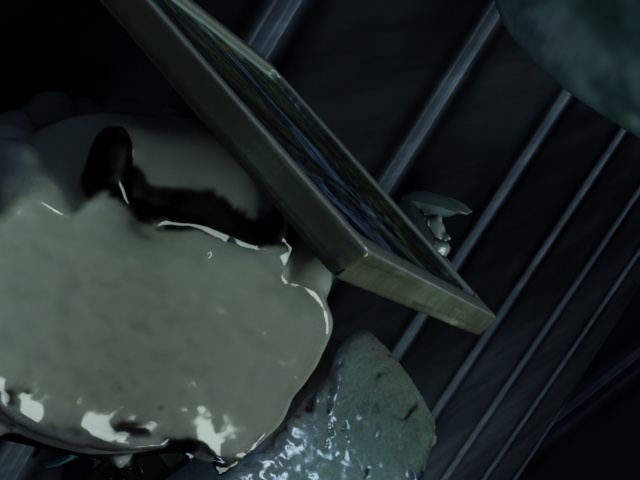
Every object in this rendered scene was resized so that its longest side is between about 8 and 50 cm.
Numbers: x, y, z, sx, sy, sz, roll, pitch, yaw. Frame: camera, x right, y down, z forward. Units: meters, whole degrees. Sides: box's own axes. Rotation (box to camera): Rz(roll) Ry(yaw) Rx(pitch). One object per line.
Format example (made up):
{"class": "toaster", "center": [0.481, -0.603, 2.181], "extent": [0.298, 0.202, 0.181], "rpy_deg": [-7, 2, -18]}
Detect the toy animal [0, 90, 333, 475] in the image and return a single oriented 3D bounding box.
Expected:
{"class": "toy animal", "center": [-0.114, 0.016, 0.775], "extent": [0.208, 0.156, 0.204], "rpy_deg": [18, 109, -30]}

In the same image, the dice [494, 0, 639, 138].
{"class": "dice", "center": [0.366, -0.257, 1.195], "extent": [0.348, 0.328, 0.330], "rpy_deg": [-23, 145, -57]}

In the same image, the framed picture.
{"class": "framed picture", "center": [-0.013, -0.052, 0.791], "extent": [0.020, 0.240, 0.324], "rpy_deg": [-43, 162, 7]}

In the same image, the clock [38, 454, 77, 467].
{"class": "clock", "center": [-0.153, 0.109, 1.034], "extent": [0.108, 0.045, 0.147], "rpy_deg": [-26, 148, -53]}

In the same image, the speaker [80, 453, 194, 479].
{"class": "speaker", "center": [-0.134, 0.166, 1.076], "extent": [0.046, 0.040, 0.191], "rpy_deg": [-41, 180, -40]}

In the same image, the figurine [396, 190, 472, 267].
{"class": "figurine", "center": [0.094, -0.001, 1.390], "extent": [0.082, 0.094, 0.086], "rpy_deg": [18, 77, -32]}

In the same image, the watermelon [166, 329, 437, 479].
{"class": "watermelon", "center": [0.004, 0.205, 1.364], "extent": [0.258, 0.228, 0.387], "rpy_deg": [-65, 166, 4]}
